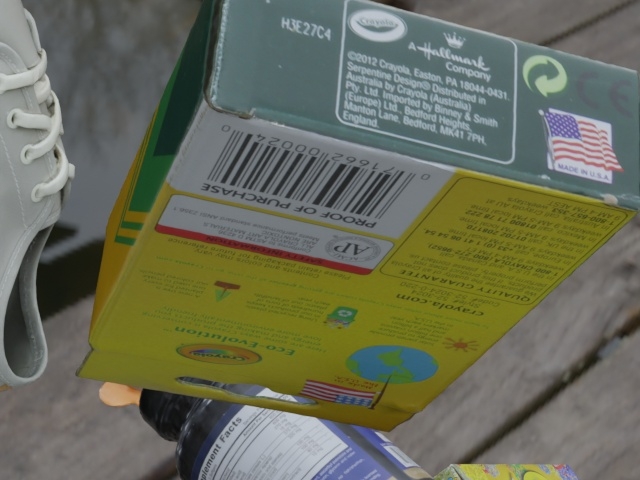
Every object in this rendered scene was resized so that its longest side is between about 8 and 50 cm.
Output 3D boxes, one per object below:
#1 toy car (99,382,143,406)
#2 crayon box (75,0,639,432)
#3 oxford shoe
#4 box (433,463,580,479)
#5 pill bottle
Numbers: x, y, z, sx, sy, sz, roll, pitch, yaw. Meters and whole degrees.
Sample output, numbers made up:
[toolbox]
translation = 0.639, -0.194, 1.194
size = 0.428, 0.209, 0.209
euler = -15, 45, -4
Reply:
[toy car]
translation = -0.144, 0.113, 1.755
size = 0.238, 0.219, 0.210
euler = -47, 49, -11
[crayon box]
translation = 0.000, 0.000, 0.795
size = 0.202, 0.318, 0.081
euler = 13, 61, -15
[oxford shoe]
translation = -0.236, -0.086, 1.083
size = 0.130, 0.449, 0.169
euler = 8, 21, 3
[box]
translation = 0.103, 0.331, 1.260
size = 0.177, 0.279, 0.290
euler = 56, 16, 22
[pill bottle]
translation = -0.024, 0.159, 1.108
size = 0.219, 0.123, 0.123
euler = 39, 44, 26
